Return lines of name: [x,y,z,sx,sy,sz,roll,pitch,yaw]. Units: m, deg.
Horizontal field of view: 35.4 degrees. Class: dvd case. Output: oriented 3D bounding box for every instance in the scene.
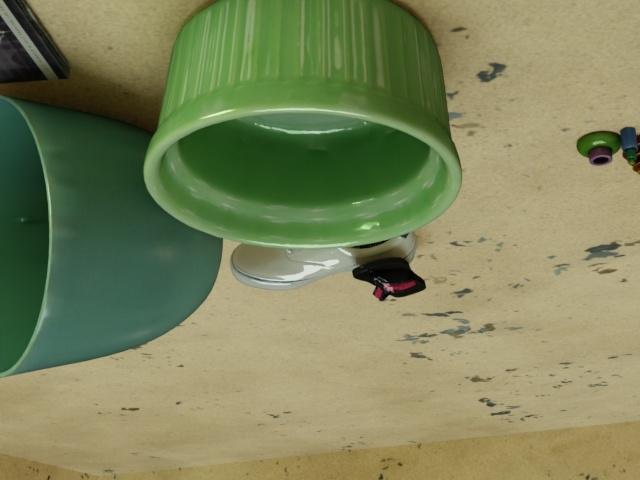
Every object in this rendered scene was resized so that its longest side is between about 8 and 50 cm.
dvd case: [-0.377,-0.200,0.969,0.221,0.018,0.164,-2,156,9]

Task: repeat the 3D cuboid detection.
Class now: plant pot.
plant pot: [-0.251,-0.004,1.108,0.235,0.293,0.293,0,162,-39]

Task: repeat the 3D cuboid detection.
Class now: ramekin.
ramekin: [-0.015,-0.116,0.985,0.303,0.148,0.303,0,157,0]

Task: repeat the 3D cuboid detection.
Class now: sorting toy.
sorting toy: [0.348,-0.097,1.151,0.102,0.042,0.061,1,157,0]

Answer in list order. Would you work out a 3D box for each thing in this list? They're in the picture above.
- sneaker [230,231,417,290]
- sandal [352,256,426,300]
sneaker: [0.000,0.000,1.352,0.258,0.094,0.091,-10,147,3]
sandal: [0.101,0.060,1.353,0.067,0.040,0.179,-19,157,22]
